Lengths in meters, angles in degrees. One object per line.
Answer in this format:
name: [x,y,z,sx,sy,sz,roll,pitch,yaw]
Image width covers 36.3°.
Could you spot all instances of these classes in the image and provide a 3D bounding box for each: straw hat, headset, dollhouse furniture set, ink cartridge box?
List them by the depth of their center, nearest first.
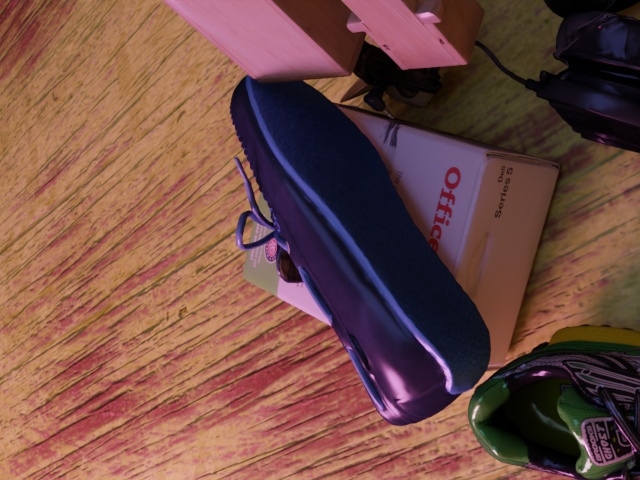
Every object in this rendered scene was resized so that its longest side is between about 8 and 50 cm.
headset: [0.207,-0.178,0.729,0.394,0.185,0.243,-14,76,42]
dollhouse furniture set: [0.006,-0.324,0.768,0.303,0.174,0.356,5,69,42]
ink cartridge box: [0.064,-0.013,0.922,0.273,0.114,0.198,24,105,46]
straw hat: [0.090,-0.161,0.942,0.061,0.144,0.144,44,130,-9]

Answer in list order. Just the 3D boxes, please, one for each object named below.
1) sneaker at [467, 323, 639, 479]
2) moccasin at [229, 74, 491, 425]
sneaker: [0.255,0.131,0.670,0.343,0.146,0.134,-11,94,47]
moccasin: [0.000,0.000,0.807,0.117,0.137,0.342,-53,51,36]
